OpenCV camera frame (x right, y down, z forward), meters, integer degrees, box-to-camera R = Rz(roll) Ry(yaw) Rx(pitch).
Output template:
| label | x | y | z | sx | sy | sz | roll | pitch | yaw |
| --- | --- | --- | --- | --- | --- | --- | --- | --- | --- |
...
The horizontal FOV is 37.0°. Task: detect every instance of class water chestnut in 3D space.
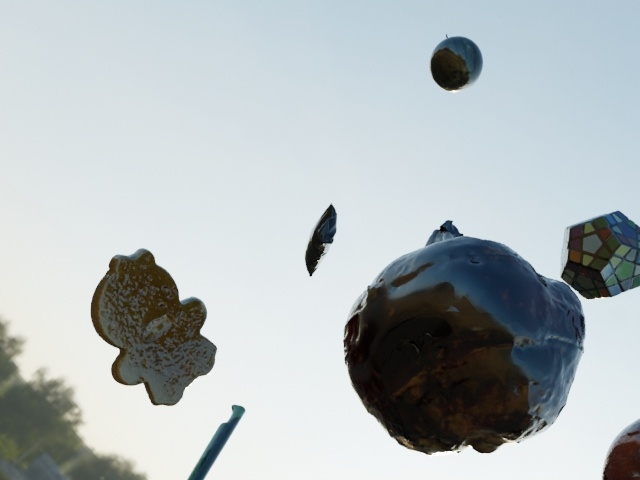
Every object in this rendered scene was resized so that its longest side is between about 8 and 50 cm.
| label | x | y | z | sx | sy | sz | roll | pitch | yaw |
| --- | --- | --- | --- | --- | --- | --- | --- | --- | --- |
| water chestnut | 0.168 | 0.116 | 1.154 | 0.289 | 0.244 | 0.289 | 8 | -65 | 18 |

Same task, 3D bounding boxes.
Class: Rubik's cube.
| label | x | y | z | sx | sy | sz | roll | pitch | yaw |
| --- | --- | --- | --- | --- | --- | --- | --- | --- | --- |
| Rubik's cube | 0.399 | 0.022 | 1.350 | 0.133 | 0.133 | 0.112 | 45 | -52 | 10 |

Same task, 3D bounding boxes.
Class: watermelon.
| label | x | y | z | sx | sy | sz | roll | pitch | yaw |
| --- | --- | --- | --- | --- | --- | --- | --- | --- | --- |
| watermelon | 0.262 | -0.352 | 1.862 | 0.105 | 0.105 | 0.133 | 90 | -6 | -60 |

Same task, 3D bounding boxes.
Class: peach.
| label | x | y | z | sx | sy | sz | roll | pitch | yaw |
| --- | --- | --- | --- | --- | --- | --- | --- | --- | --- |
| peach | 0.609 | 0.415 | 1.662 | 0.231 | 0.231 | 0.231 | 41 | -22 | 20 |

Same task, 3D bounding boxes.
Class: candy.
| label | x | y | z | sx | sy | sz | roll | pitch | yaw |
| --- | --- | --- | --- | --- | --- | --- | --- | --- | --- |
| candy | -0.166 | 0.321 | 1.227 | 0.119 | 0.119 | 0.440 | 50 | 21 | -5 |

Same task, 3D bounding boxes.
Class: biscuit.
| label | x | y | z | sx | sy | sz | roll | pitch | yaw |
| --- | --- | --- | --- | --- | --- | --- | --- | --- | --- |
| biscuit | -0.236 | 0.120 | 1.326 | 0.036 | 0.166 | 0.225 | 10 | -41 | 54 |

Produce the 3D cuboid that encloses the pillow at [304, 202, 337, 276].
| label | x | y | z | sx | sy | sz | roll | pitch | yaw |
| --- | --- | --- | --- | --- | --- | --- | --- | --- | --- |
| pillow | -0.001 | 0.000 | 1.868 | 0.048 | 0.090 | 0.150 | 26 | -30 | -1 |
